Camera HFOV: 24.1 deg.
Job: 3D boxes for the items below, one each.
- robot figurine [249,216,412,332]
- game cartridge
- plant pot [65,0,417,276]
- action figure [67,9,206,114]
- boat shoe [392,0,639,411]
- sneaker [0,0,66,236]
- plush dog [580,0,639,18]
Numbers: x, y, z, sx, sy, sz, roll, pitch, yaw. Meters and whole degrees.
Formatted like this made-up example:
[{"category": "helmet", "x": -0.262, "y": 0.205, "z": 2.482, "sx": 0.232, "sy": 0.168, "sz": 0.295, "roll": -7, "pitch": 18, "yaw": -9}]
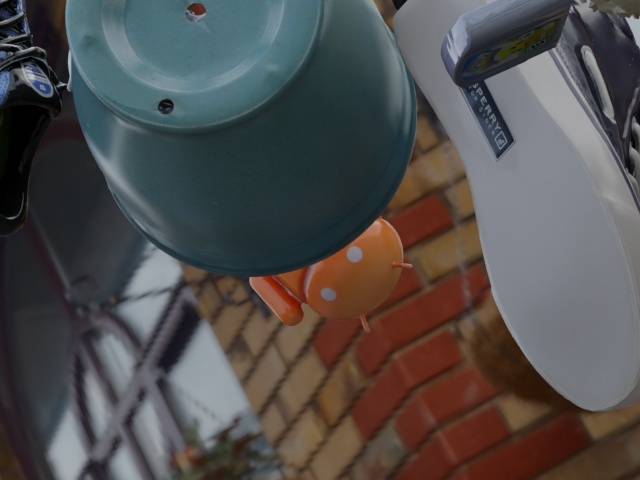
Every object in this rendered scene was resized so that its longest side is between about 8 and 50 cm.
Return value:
[{"category": "robot figurine", "x": 0.001, "y": -0.002, "z": 1.605, "sx": 0.158, "sy": 0.219, "sz": 0.128, "roll": -34, "pitch": -32, "yaw": -25}, {"category": "game cartridge", "x": 0.081, "y": -0.090, "z": 0.661, "sx": 0.056, "sy": 0.017, "sz": 0.083, "roll": -21, "pitch": -9, "yaw": 1}, {"category": "plant pot", "x": -0.070, "y": -0.133, "z": 1.136, "sx": 0.272, "sy": 0.271, "sz": 0.255, "roll": -29, "pitch": -16, "yaw": -1}, {"category": "action figure", "x": -0.150, "y": -0.236, "z": 1.840, "sx": 0.330, "sy": 0.178, "sz": 0.341, "roll": -7, "pitch": 7, "yaw": 6}, {"category": "boat shoe", "x": 0.182, "y": -0.054, "z": 1.009, "sx": 0.158, "sy": 0.340, "sz": 0.127, "roll": -4, "pitch": -25, "yaw": -37}, {"category": "sneaker", "x": -0.266, "y": -0.157, "z": 1.227, "sx": 0.130, "sy": 0.147, "sz": 0.329, "roll": -9, "pitch": -74, "yaw": -52}, {"category": "plush dog", "x": 0.207, "y": -0.164, "z": 0.771, "sx": 0.226, "sy": 0.210, "sz": 0.262, "roll": 9, "pitch": 5, "yaw": 6}]
